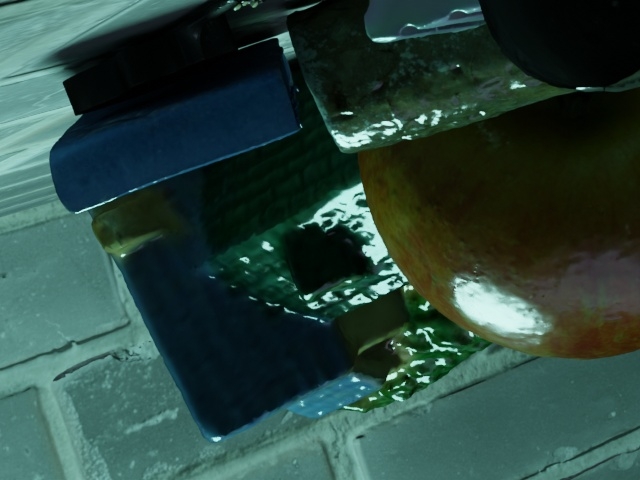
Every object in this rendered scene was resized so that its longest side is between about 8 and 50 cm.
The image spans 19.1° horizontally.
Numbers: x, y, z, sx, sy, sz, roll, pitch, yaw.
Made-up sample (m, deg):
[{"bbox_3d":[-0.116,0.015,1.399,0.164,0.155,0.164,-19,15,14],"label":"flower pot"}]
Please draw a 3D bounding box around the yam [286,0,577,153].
[{"bbox_3d":[0.072,-0.118,1.145,0.194,0.107,0.107,-16,-178,22],"label":"yam"}]

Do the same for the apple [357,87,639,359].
[{"bbox_3d":[0.163,-0.058,1.298,0.301,0.302,0.301,-18,-179,0],"label":"apple"}]

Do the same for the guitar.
[{"bbox_3d":[-0.070,-0.109,1.045,0.088,0.025,0.233,-22,-177,-27],"label":"guitar"}]

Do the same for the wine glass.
[{"bbox_3d":[0.140,-0.126,0.840,0.111,0.111,0.204,-17,-174,27],"label":"wine glass"}]

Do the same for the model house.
[{"bbox_3d":[0.000,0.000,1.727,0.382,0.335,0.342,-30,175,41],"label":"model house"}]

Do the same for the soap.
[{"bbox_3d":[0.090,-0.143,0.973,0.100,0.056,0.149,-14,-177,28],"label":"soap"}]

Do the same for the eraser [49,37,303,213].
[{"bbox_3d":[-0.085,-0.080,1.195,0.144,0.043,0.312,-19,-170,2],"label":"eraser"}]
